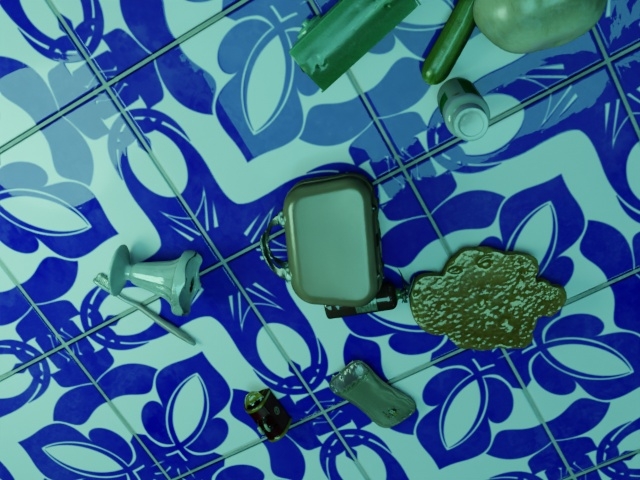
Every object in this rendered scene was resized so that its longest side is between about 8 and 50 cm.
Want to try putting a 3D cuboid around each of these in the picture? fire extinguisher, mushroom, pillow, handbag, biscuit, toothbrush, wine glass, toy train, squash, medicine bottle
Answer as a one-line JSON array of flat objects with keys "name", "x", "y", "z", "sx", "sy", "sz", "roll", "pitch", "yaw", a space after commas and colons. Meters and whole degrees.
[{"name": "fire extinguisher", "x": 0.122, "y": 0.128, "z": 1.879, "sx": 0.231, "sy": 0.071, "sz": 0.099, "roll": -12, "pitch": 86, "yaw": 13}, {"name": "mushroom", "x": 0.428, "y": -0.499, "z": 1.524, "sx": 0.253, "sy": 0.260, "sz": 0.235, "roll": -17, "pitch": 87, "yaw": 44}, {"name": "pillow", "x": 0.135, "y": 0.406, "z": 2.016, "sx": 0.232, "sy": 0.038, "sz": 0.130, "roll": 41, "pitch": 112, "yaw": -15}, {"name": "handbag", "x": 0.000, "y": 0.000, "z": 1.779, "sx": 0.283, "sy": 0.149, "sz": 0.302, "roll": -4, "pitch": 105, "yaw": 8}, {"name": "biscuit", "x": 0.404, "y": 0.138, "z": 1.879, "sx": 0.375, "sy": 0.051, "sz": 0.270, "roll": -1, "pitch": 110, "yaw": 7}, {"name": "toothbrush", "x": -0.442, "y": 0.177, "z": 1.963, "sx": 0.307, "sy": 0.025, "sz": 0.030, "roll": 36, "pitch": 102, "yaw": -11}, {"name": "wine glass", "x": -0.396, "y": 0.087, "z": 1.860, "sx": 0.196, "sy": 0.165, "sz": 0.165, "roll": 12, "pitch": 113, "yaw": 7}, {"name": "toy train", "x": 0.061, "y": -0.448, "z": 1.578, "sx": 0.300, "sy": 0.202, "sz": 0.120, "roll": -40, "pitch": 110, "yaw": 17}, {"name": "squash", "x": 0.285, "y": -0.435, "z": 1.641, "sx": 0.066, "sy": 0.066, "sz": 0.229, "roll": 25, "pitch": 111, "yaw": -7}, {"name": "medicine bottle", "x": 0.297, "y": -0.272, "z": 1.604, "sx": 0.095, "sy": 0.260, "sz": 0.095, "roll": 1, "pitch": 111, "yaw": 3}]

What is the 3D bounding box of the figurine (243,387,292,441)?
[{"name": "figurine", "x": -0.150, "y": 0.461, "z": 2.025, "sx": 0.082, "sy": 0.098, "sz": 0.154, "roll": -28, "pitch": 111, "yaw": 18}]
